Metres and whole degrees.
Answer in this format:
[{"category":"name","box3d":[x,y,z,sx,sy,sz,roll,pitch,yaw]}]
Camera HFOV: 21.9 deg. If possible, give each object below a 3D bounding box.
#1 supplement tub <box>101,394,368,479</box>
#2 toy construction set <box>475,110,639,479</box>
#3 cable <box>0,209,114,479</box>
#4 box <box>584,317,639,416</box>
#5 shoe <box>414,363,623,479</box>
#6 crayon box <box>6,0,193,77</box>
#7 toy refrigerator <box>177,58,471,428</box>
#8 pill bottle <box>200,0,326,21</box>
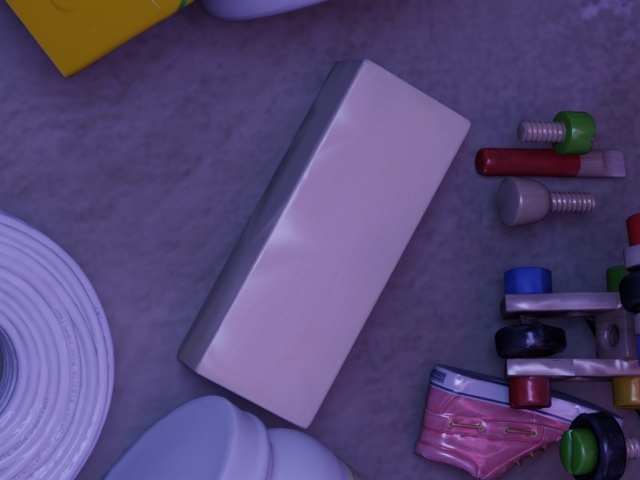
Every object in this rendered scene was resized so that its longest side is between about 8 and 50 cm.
[{"category":"supplement tub","box3d":[-0.016,0.290,1.249,0.325,0.235,0.235,41,82,-21]},{"category":"toy construction set","box3d":[0.279,0.034,1.317,0.237,0.308,0.257,-1,142,-22]},{"category":"cable","box3d":[-0.277,0.094,1.187,0.257,0.089,0.257,45,75,-21]},{"category":"box","box3d":[0.396,0.080,1.475,0.270,0.060,0.216,-36,109,-13]},{"category":"shoe","box3d":[0.166,0.163,1.398,0.178,0.063,0.081,15,94,-17]},{"category":"crayon box","box3d":[-0.141,-0.322,1.000,0.363,0.313,0.106,54,36,-15]},{"category":"toy refrigerator","box3d":[0.000,0.000,1.291,0.102,0.094,0.269,29,86,-16]},{"category":"pill bottle","box3d":[-0.041,-0.354,1.157,0.210,0.210,0.362,-23,105,-17]}]
